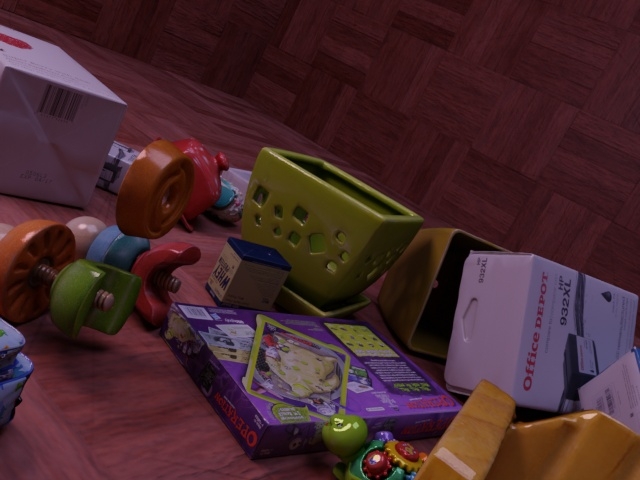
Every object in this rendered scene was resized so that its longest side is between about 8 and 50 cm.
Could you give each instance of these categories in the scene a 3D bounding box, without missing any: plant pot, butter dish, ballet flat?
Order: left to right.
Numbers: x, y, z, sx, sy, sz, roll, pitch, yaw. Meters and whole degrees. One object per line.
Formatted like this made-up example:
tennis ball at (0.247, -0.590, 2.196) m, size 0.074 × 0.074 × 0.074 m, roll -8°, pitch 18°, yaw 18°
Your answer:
butter dish at (-0.217, -0.119, 1.111) m, size 0.160 × 0.118 × 0.160 m, roll -109°, pitch 176°, yaw -70°
ballet flat at (-0.236, -0.105, 1.260) m, size 0.241 × 0.091 × 0.077 m, roll 41°, pitch -12°, yaw 32°
plant pot at (0.000, 0.000, 1.007) m, size 0.227 × 0.207 × 0.228 m, roll 32°, pitch 15°, yaw 20°
plant pot at (0.226, 0.089, 1.150) m, size 0.212 × 0.212 × 0.187 m, roll 20°, pitch 3°, yaw -28°

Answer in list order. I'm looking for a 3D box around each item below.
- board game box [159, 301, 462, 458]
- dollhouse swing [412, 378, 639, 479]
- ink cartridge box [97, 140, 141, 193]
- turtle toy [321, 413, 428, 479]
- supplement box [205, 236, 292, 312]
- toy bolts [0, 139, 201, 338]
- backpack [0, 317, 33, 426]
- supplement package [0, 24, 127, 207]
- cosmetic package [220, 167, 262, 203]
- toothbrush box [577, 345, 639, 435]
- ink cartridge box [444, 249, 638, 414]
board game box at (0.003, 0.161, 0.765) m, size 0.347 × 0.056 × 0.208 m, roll 13°, pitch 15°, yaw -45°
dollhouse swing at (0.136, 0.251, 0.214) m, size 0.347 × 0.315 × 0.305 m, roll 33°, pitch -6°, yaw 19°
ink cartridge box at (-0.363, -0.132, 1.104) m, size 0.151 × 0.063 × 0.109 m, roll 24°, pitch 14°, yaw -14°
turtle toy at (0.056, 0.217, 0.608) m, size 0.130 × 0.066 × 0.095 m, roll 29°, pitch 14°, yaw 7°
supplement box at (-0.101, 0.051, 0.885) m, size 0.083 × 0.083 × 0.056 m, roll 16°, pitch 17°, yaw -38°
toy bolts at (-0.234, -0.011, 0.671) m, size 0.159 × 0.218 × 0.228 m, roll 24°, pitch -5°, yaw 11°
backpack at (-0.271, 0.087, 0.430) m, size 0.105 × 0.084 × 0.114 m, roll 29°, pitch 16°, yaw 15°
supplement package at (-0.454, -0.202, 0.950) m, size 0.178 × 0.175 × 0.293 m, roll 11°, pitch 21°, yaw -47°
cosmetic package at (-0.129, -0.113, 1.488) m, size 0.099 × 0.060 × 0.239 m, roll 32°, pitch 14°, yaw 27°
toothbrush box at (0.524, 0.312, 0.863) m, size 0.296 × 0.126 × 0.216 m, roll 24°, pitch 41°, yaw -9°
ink cartridge box at (0.365, 0.160, 1.021) m, size 0.308 × 0.223 × 0.129 m, roll 18°, pitch -10°, yaw -34°
